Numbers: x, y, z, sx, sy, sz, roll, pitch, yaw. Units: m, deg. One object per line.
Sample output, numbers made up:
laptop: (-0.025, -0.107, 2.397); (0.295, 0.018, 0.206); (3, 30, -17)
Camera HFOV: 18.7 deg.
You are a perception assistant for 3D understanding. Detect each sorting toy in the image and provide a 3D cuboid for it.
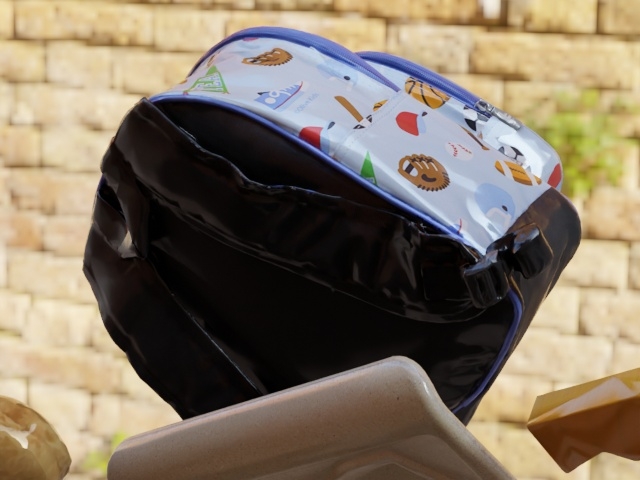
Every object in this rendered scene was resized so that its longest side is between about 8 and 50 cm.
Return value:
sorting toy: (0.070, 0.142, 0.927); (0.307, 0.229, 0.041); (-20, 31, 39)

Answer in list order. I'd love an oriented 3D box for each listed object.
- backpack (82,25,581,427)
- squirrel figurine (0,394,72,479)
backpack: (0.000, 0.000, 1.162); (0.263, 0.276, 0.213); (31, 38, 4)
squirrel figurine: (-0.324, 0.161, 1.009); (0.397, 0.370, 0.281); (-14, 34, 35)
